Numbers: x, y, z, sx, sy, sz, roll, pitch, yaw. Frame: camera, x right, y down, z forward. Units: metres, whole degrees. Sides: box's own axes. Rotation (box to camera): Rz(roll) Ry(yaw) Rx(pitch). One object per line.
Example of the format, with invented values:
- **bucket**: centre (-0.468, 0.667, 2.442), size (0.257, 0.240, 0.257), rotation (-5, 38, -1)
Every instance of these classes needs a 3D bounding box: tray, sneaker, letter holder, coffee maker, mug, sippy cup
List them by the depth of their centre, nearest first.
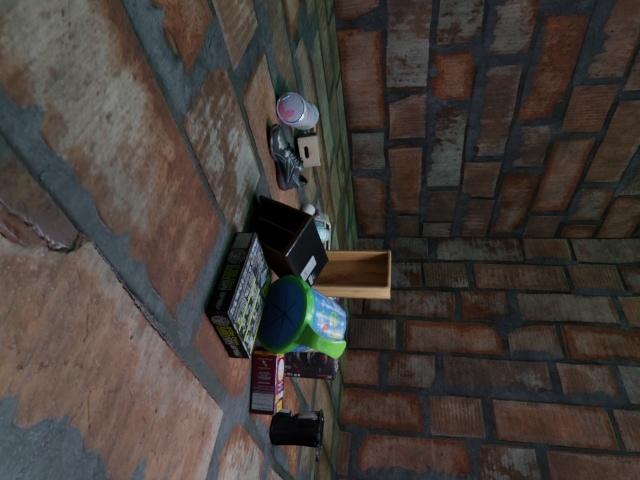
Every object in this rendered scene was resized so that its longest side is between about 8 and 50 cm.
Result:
- **sippy cup**: centre (-0.045, 0.251, 1.318), size (0.224, 0.240, 0.306), rotation (25, 40, -39)
- **letter holder**: centre (-0.122, 0.015, 1.368), size (0.152, 0.214, 0.302), rotation (-57, 156, -19)
- **coffee maker**: centre (-0.084, 0.680, 1.495), size (0.171, 0.178, 0.120), rotation (-60, 147, -74)
- **sneaker**: centre (-0.114, -0.298, 1.503), size (0.268, 0.106, 0.101), rotation (78, 18, -45)
- **tray**: centre (0.081, 0.135, 1.723), size (0.076, 0.410, 0.203), rotation (79, 16, -45)
- **sneaker**: centre (-0.039, -0.037, 1.779), size (0.366, 0.149, 0.136), rotation (-26, 114, -80)
- **mug**: centre (-0.057, -0.120, 1.914), size (0.078, 0.062, 0.064), rotation (40, 41, -14)

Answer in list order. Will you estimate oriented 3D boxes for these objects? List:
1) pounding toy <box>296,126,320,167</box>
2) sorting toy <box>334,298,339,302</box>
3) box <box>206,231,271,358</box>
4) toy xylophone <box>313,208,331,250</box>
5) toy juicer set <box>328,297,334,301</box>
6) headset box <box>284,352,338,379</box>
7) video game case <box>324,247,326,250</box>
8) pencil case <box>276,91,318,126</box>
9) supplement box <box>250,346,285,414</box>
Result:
- **pounding toy**: centre (-0.057, -0.435, 1.863), size (0.206, 0.094, 0.181), rotation (-88, 170, -69)
- **sorting toy**: centre (0.032, 0.330, 2.384), size (0.126, 0.126, 0.365), rotation (-63, 161, -11)
- **box**: centre (-0.208, 0.145, 1.132), size (0.216, 0.060, 0.270), rotation (80, 15, -46)
- **toy xylophone**: centre (0.000, 0.000, 2.086), size (0.236, 0.081, 0.323), rotation (-104, -165, -73)
- **toy juicer set**: centre (0.022, 0.373, 2.161), size (0.209, 0.089, 0.329), rotation (-65, 152, -28)
- **headset box**: centre (-0.048, 0.360, 1.571), size (0.110, 0.217, 0.294), rotation (-58, 148, -70)
- **video game case**: centre (-0.019, 0.109, 1.949), size (0.157, 0.019, 0.143), rotation (-49, 146, -8)
- **pencil case**: centre (-0.084, -0.500, 1.629), size (0.273, 0.113, 0.124), rotation (-50, 129, -74)
- **supplement box**: centre (-0.164, 0.438, 1.322), size (0.104, 0.080, 0.189), rotation (36, 56, -77)
